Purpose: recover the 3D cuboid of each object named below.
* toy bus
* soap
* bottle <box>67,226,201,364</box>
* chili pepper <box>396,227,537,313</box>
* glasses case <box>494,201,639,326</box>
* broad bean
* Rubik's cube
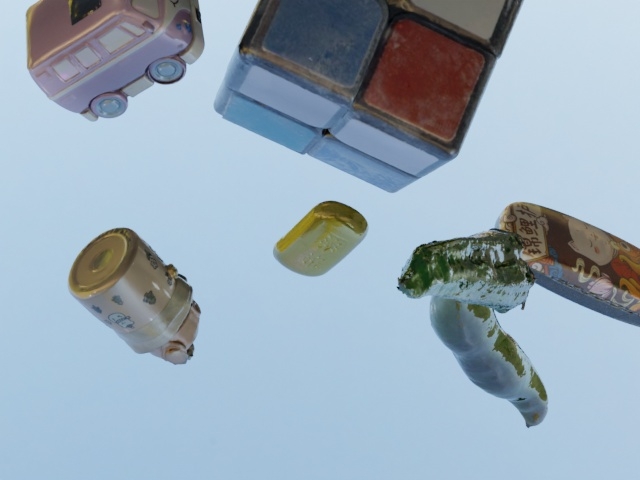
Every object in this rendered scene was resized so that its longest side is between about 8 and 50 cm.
[{"bbox_3d":[-0.256,-0.258,1.452,0.202,0.142,0.142,-27,-129,21],"label":"toy bus"},{"bbox_3d":[0.000,0.001,1.550,0.089,0.140,0.045,29,-142,-25],"label":"soap"},{"bbox_3d":[-0.181,0.063,1.205,0.099,0.152,0.099,-24,-139,23],"label":"bottle"},{"bbox_3d":[0.129,0.034,1.085,0.059,0.088,0.227,-21,172,31],"label":"chili pepper"},{"bbox_3d":[0.399,0.039,1.719,0.321,0.082,0.122,22,-137,-16],"label":"glasses case"},{"bbox_3d":[0.186,0.119,1.350,0.077,0.339,0.061,-22,-136,16],"label":"broad bean"},{"bbox_3d":[0.062,-0.278,1.610,0.313,0.316,0.318,25,169,-8],"label":"Rubik's cube"}]
